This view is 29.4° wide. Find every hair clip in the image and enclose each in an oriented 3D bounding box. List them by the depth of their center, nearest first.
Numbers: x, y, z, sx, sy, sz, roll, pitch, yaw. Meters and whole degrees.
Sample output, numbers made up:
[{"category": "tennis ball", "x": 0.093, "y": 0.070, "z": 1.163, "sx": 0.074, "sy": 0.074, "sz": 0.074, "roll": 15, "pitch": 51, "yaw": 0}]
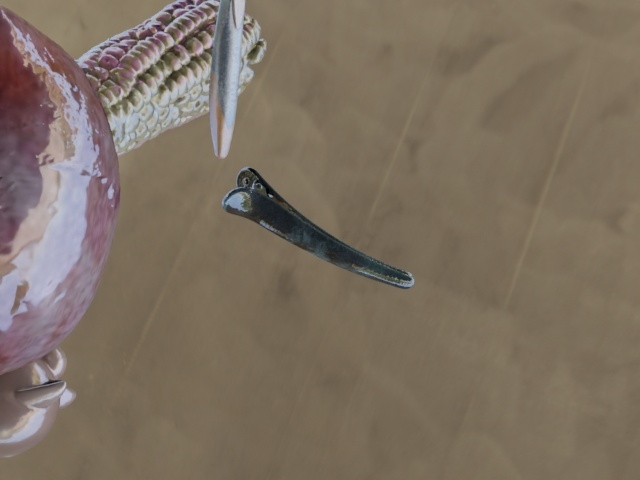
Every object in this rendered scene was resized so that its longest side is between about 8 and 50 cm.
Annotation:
[{"category": "hair clip", "x": 0.000, "y": 0.000, "z": 1.338, "sx": 0.229, "sy": 0.039, "sz": 0.070, "roll": 32, "pitch": -150, "yaw": -5}]

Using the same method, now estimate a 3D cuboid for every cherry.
[{"category": "cherry", "x": -0.204, "y": -0.029, "z": 0.696, "sx": 0.192, "sy": 0.249, "sz": 0.175, "roll": -5, "pitch": -134, "yaw": -34}]

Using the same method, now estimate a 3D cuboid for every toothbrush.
[{"category": "toothbrush", "x": -0.075, "y": -0.235, "z": 1.069, "sx": 0.037, "sy": 0.375, "sz": 0.028, "roll": 32, "pitch": -140, "yaw": 31}]

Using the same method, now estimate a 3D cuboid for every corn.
[{"category": "corn", "x": -0.182, "y": -0.164, "z": 1.249, "sx": 0.127, "sy": 0.126, "sz": 0.335, "roll": 41, "pitch": -142, "yaw": 8}]

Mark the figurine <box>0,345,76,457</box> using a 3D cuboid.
[{"category": "figurine", "x": -0.301, "y": 0.143, "z": 1.147, "sx": 0.138, "sy": 0.125, "sz": 0.125, "roll": -6, "pitch": -107, "yaw": -5}]
